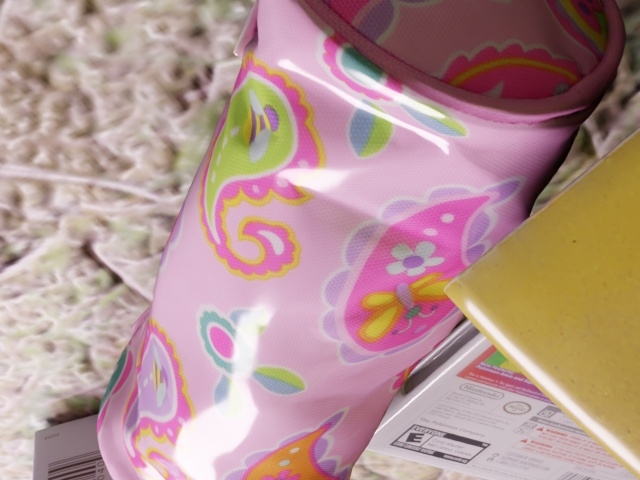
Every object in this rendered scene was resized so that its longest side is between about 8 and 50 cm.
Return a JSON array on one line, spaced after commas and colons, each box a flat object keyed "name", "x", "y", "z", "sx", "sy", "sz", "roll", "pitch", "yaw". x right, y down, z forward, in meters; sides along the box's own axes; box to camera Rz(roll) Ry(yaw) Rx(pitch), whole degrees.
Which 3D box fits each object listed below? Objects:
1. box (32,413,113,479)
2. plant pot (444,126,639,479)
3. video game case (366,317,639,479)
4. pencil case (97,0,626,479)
[{"name": "box", "x": -0.083, "y": 0.146, "z": 0.630, "sx": 0.102, "sy": 0.101, "sz": 0.087, "roll": -16, "pitch": 141, "yaw": 10}, {"name": "plant pot", "x": 0.207, "y": 0.008, "z": 0.371, "sx": 0.212, "sy": 0.187, "sz": 0.212, "roll": -42, "pitch": 169, "yaw": 35}, {"name": "video game case", "x": 0.149, "y": 0.077, "z": 0.648, "sx": 0.201, "sy": 0.023, "sz": 0.183, "roll": 19, "pitch": 134, "yaw": -28}, {"name": "pencil case", "x": 0.000, "y": 0.000, "z": 0.459, "sx": 0.124, "sy": 0.124, "sz": 0.284, "roll": 7, "pitch": 138, "yaw": -18}]
